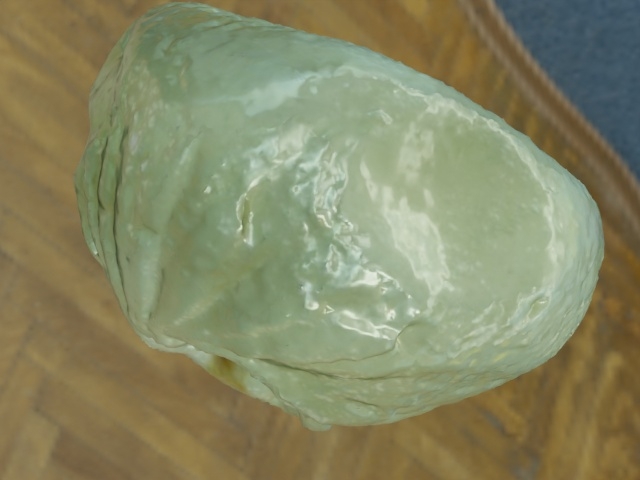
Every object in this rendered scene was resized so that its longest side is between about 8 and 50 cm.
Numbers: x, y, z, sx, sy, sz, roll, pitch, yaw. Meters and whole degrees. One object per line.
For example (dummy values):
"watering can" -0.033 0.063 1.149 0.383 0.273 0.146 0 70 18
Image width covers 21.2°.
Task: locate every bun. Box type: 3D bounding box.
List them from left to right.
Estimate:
"bun" 0.000 0.000 1.119 0.349 0.352 0.227 27 88 2
